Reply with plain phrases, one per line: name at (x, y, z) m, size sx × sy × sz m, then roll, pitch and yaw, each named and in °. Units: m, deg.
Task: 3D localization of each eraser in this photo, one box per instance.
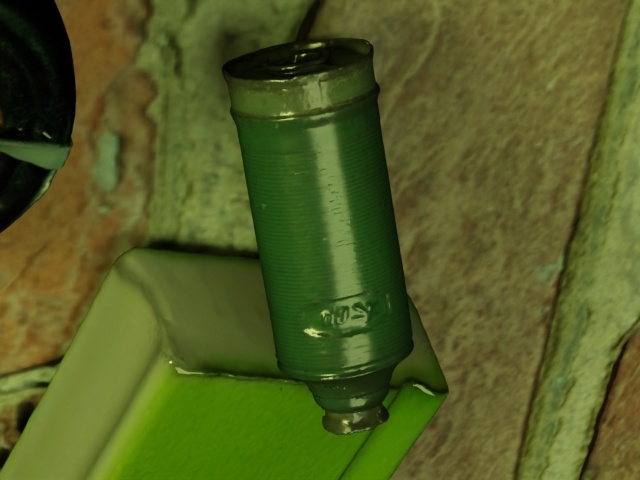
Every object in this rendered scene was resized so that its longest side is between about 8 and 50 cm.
eraser at (-0.071, 0.138, 1.032) m, size 0.210 × 0.092 × 0.274 m, roll 8°, pitch 126°, yaw -40°

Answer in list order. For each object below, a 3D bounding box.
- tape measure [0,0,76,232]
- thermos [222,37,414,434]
tape measure at (-0.188, -0.061, 0.741) m, size 0.181 × 0.107 × 0.182 m, roll -37°, pitch 140°, yaw 7°
thermos at (-0.001, 0.002, 0.899) m, size 0.073 × 0.083 × 0.188 m, roll -24°, pitch 113°, yaw -42°
